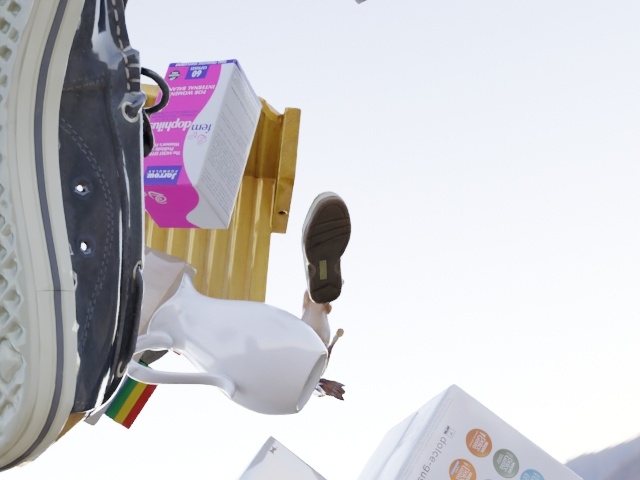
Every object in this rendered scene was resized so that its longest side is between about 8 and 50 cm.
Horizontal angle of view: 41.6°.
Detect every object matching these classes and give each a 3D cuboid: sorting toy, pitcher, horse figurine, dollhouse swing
[{"bbox_3d":[-0.291,0.141,1.274,0.089,0.257,0.255,39,-104,-30],"label":"sorting toy"},{"bbox_3d":[-0.112,0.137,0.989,0.178,0.207,0.126,-49,-22,-52],"label":"pitcher"},{"bbox_3d":[-0.001,0.145,1.365,0.066,0.263,0.174,8,-32,-12],"label":"horse figurine"},{"bbox_3d":[-0.225,-0.038,1.404,0.346,0.305,0.315,6,-26,-4],"label":"dollhouse swing"}]

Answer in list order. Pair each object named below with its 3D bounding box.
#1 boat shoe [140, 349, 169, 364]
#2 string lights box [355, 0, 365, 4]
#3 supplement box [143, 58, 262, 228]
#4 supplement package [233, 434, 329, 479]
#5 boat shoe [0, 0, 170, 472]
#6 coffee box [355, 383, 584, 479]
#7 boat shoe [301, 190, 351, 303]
[{"bbox_3d":[-0.378,0.199,1.947,0.320,0.103,0.118,-30,-27,-31],"label":"boat shoe"},{"bbox_3d":[0.127,-0.412,1.055,0.259,0.077,0.133,-15,-44,31],"label":"string lights box"},{"bbox_3d":[-0.172,-0.135,1.185,0.111,0.220,0.114,1,-30,20],"label":"supplement box"},{"bbox_3d":[-0.056,0.386,1.027,0.149,0.194,0.203,-48,-7,-42],"label":"supplement package"},{"bbox_3d":[-0.211,-0.098,0.595,0.186,0.501,0.156,-5,-6,18],"label":"boat shoe"},{"bbox_3d":[0.232,0.528,1.527,0.338,0.334,0.338,-51,-3,-32],"label":"coffee box"},{"bbox_3d":[0.000,0.000,1.182,0.068,0.072,0.190,-2,-49,-12],"label":"boat shoe"}]
